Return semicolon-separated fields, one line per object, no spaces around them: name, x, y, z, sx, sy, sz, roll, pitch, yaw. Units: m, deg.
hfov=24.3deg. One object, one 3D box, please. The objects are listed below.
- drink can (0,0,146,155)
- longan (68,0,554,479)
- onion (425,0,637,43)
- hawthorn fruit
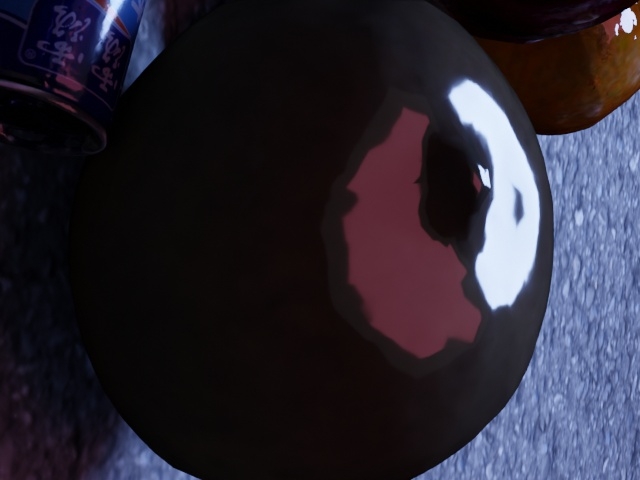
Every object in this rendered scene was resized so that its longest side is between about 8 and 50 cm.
drink can;-0.129;-0.170;0.790;0.097;0.097;0.235;39;58;-56
longan;-0.002;-0.003;0.850;0.297;0.297;0.297;-11;103;-60
onion;0.111;-0.298;1.027;0.282;0.336;0.260;-52;-174;-8
hawthorn fruit;0.195;-0.184;1.261;0.261;0.224;0.224;62;40;-63
